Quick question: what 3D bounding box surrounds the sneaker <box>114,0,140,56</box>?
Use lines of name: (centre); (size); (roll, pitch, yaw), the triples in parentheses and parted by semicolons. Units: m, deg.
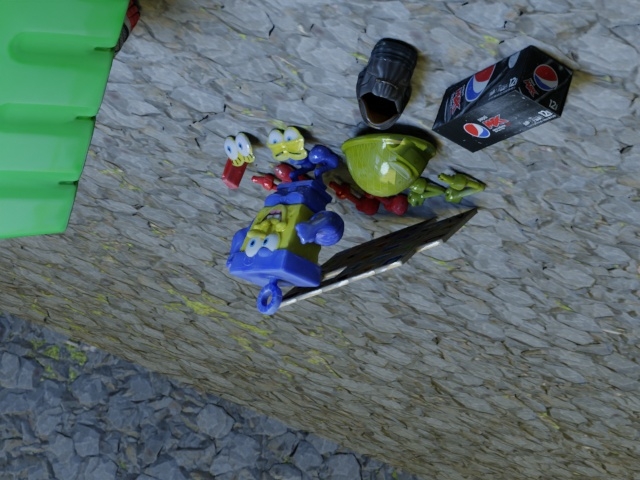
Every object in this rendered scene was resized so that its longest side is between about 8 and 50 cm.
sneaker: (-0.290, -0.264, 1.707); (0.088, 0.093, 0.225); (0, 151, 47)

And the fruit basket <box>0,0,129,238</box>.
fruit basket: (-0.401, -0.202, 1.576); (0.392, 0.283, 0.392); (-6, 128, -8)

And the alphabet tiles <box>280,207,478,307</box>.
alphabet tiles: (0.075, 0.017, 1.984); (0.237, 0.198, 0.009); (-20, 99, 32)

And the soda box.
soda box: (0.182, -0.141, 1.625); (0.060, 0.053, 0.169); (28, 159, -19)

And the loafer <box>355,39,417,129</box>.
loafer: (0.062, -0.151, 1.705); (0.062, 0.061, 0.170); (18, 161, 5)

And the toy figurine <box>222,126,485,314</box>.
toy figurine: (0.000, 0.000, 1.945); (0.191, 0.217, 0.362); (35, 157, -36)
